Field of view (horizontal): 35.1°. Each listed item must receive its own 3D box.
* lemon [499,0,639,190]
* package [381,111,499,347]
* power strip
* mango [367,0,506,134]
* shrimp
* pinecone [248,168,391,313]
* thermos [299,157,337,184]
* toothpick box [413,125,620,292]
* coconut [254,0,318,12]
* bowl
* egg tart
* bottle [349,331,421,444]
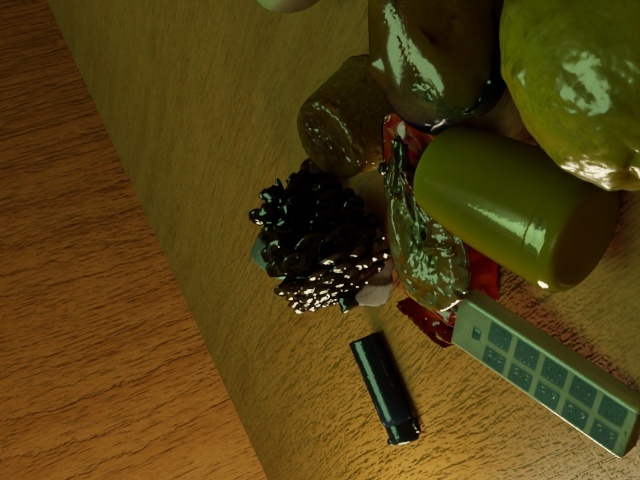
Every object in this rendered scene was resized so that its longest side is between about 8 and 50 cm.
[{"bbox_3d":[0.331,-0.214,1.108,0.285,0.285,0.316,173,94,-66],"label":"lemon"},{"bbox_3d":[0.201,-0.028,1.703,0.196,0.123,0.424,42,145,50],"label":"package"},{"bbox_3d":[0.342,0.197,1.571,0.367,0.043,0.106,34,135,33],"label":"power strip"},{"bbox_3d":[0.164,-0.303,1.493,0.152,0.201,0.287,180,82,-86],"label":"mango"},{"bbox_3d":[0.158,-0.026,1.587,0.154,0.062,0.294,-3,112,48],"label":"shrimp"},{"bbox_3d":[0.000,0.000,1.751,0.224,0.224,0.273,114,138,-58],"label":"pinecone"},{"bbox_3d":[-0.007,-0.055,2.177,0.109,0.136,0.330,26,138,20],"label":"thermos"},{"bbox_3d":[0.263,-0.057,1.423,0.271,0.175,0.175,32,138,37],"label":"toothpick box"},{"bbox_3d":[-0.061,-0.520,1.794,0.237,0.197,0.237,44,141,51],"label":"coconut"},{"bbox_3d":[0.018,0.008,1.982,0.287,0.287,0.144,35,111,53],"label":"bowl"},{"bbox_3d":[0.069,-0.209,1.791,0.215,0.171,0.215,34,143,30],"label":"egg tart"},{"bbox_3d":[0.142,0.320,2.174,0.245,0.082,0.072,69,-159,5],"label":"bottle"}]
